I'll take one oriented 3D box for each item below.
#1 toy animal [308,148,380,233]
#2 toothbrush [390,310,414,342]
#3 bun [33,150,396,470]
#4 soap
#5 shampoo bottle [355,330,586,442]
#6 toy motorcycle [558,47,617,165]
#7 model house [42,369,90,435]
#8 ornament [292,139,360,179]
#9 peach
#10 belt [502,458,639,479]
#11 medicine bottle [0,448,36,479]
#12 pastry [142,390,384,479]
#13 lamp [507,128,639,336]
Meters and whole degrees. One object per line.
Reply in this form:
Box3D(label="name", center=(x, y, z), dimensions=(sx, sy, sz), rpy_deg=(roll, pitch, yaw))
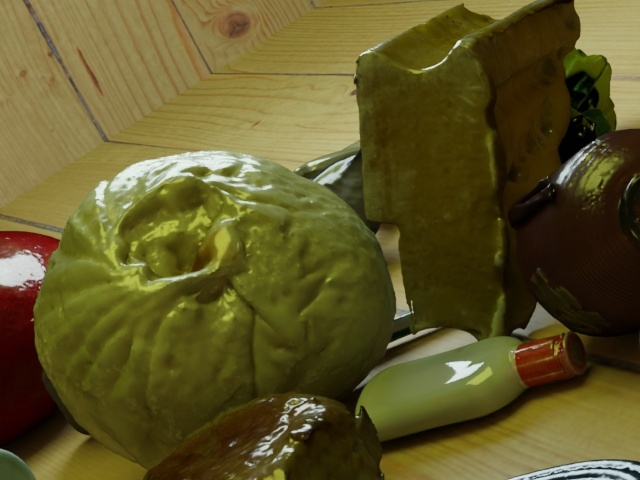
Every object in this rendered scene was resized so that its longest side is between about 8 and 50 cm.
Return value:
Box3D(label="toy animal", center=(0.000, 0.000, 2.298), dimensions=(0.298, 0.122, 0.185), rpy_deg=(-54, 11, 3))
Box3D(label="toothbrush", center=(0.164, 0.047, 2.051), dimensions=(0.418, 0.042, 0.040), rpy_deg=(-23, 49, 16))
Box3D(label="bun", center=(-0.103, 0.050, 1.970), dimensions=(0.352, 0.227, 0.349), rpy_deg=(13, 58, 8))
Box3D(label="soap", center=(0.177, -0.082, 2.049), dimensions=(0.169, 0.304, 0.338), rpy_deg=(0, 15, 24))
Box3D(label="shampoo bottle", center=(0.139, 0.129, 1.835), dimensions=(0.221, 0.051, 0.108), rpy_deg=(-19, 17, 32))
Box3D(label="toy motorcycle", center=(0.249, -0.111, 2.213), dimensions=(0.206, 0.142, 0.342), rpy_deg=(-17, 22, 29))
Box3D(label="model house", center=(-0.198, 0.079, 2.258), dimensions=(0.219, 0.199, 0.229), rpy_deg=(-9, 35, 25))
Box3D(label="ornament", center=(0.066, -0.098, 2.439), dimensions=(0.230, 0.061, 0.245), rpy_deg=(-28, -12, 7))
Box3D(label="peach", center=(-0.374, 0.131, 2.384), dimensions=(0.361, 0.258, 0.201), rpy_deg=(-20, 36, -33))
Box3D(label="belt", center=(0.098, 0.271, 1.372), dimensions=(0.347, 0.117, 0.212), rpy_deg=(-25, 19, 10))
Box3D(label="medicine bottle", center=(-0.386, 0.286, 2.078), dimensions=(0.168, 0.135, 0.135), rpy_deg=(-12, 23, 40))
Box3D(label="pastry", center=(-0.064, 0.235, 1.741), dimensions=(0.236, 0.121, 0.257), rpy_deg=(-21, 20, 35))
Box3D(label="lamp", center=(0.261, -0.007, 1.762), dimensions=(0.180, 0.180, 0.258), rpy_deg=(-32, -6, -12))
